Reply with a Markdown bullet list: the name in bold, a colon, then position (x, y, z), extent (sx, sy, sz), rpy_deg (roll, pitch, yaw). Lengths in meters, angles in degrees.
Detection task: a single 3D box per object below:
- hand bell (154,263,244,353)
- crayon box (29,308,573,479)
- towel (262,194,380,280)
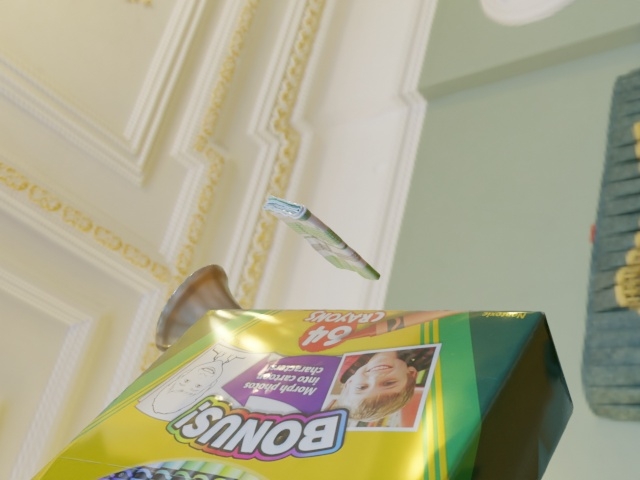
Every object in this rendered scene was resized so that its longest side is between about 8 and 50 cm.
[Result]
- **hand bell**: position (-0.061, 0.141, 0.973), extent (0.126, 0.242, 0.126), rpy_deg (-48, -23, -28)
- **crayon box**: position (-0.038, 0.180, 0.640), extent (0.313, 0.362, 0.106), rpy_deg (-44, -60, -43)
- **towel**: position (0.000, 0.000, 1.097), extent (0.152, 0.113, 0.023), rpy_deg (42, -100, -27)
